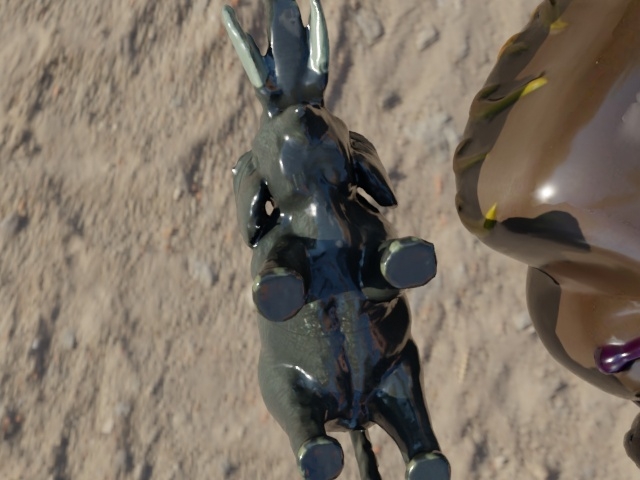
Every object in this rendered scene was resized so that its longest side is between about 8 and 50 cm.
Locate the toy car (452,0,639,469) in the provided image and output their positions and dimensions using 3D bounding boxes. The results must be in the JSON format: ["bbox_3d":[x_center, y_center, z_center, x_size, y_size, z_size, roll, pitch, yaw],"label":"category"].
[{"bbox_3d":[0.222,-0.014,0.651,0.240,0.341,0.271,37,81,-23],"label":"toy car"}]

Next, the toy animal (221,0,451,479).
[{"bbox_3d":[0.001,0.000,0.637,0.082,0.137,0.269,-12,109,-6],"label":"toy animal"}]
